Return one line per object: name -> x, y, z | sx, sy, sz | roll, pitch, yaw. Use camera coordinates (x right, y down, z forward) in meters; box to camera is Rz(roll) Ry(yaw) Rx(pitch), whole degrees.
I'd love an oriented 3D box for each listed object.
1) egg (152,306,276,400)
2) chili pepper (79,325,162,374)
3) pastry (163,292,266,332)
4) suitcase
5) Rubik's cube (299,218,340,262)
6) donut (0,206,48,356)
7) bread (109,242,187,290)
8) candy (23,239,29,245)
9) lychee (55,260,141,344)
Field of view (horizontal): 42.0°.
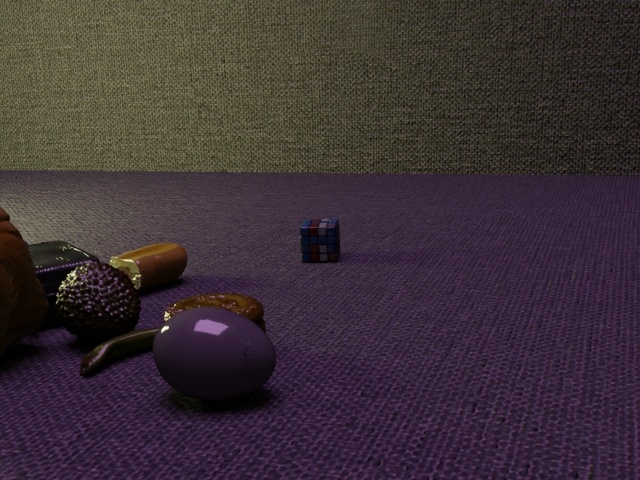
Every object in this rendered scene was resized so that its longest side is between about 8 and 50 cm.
egg -> -0.167, 0.179, 1.314 | 0.199, 0.146, 0.146 | 12, 16, 7
chili pepper -> -0.353, 0.193, 1.510 | 0.202, 0.050, 0.052 | -18, -16, -41
pastry -> -0.185, 0.159, 1.485 | 0.189, 0.103, 0.189 | -2, 13, 1
suitcase -> -0.588, 0.092, 1.782 | 0.202, 0.128, 0.312 | -12, 17, -33
Rubik's cube -> 0.000, 0.000, 2.108 | 0.092, 0.092, 0.092 | -2, 14, 7
donut -> -0.673, 0.070, 1.506 | 0.360, 0.360, 0.170 | 1, 30, 14
bread -> -0.398, 0.064, 1.944 | 0.134, 0.085, 0.173 | 6, 18, 44
candy -> -0.843, 0.038, 2.167 | 0.174, 0.071, 0.138 | -7, 14, -23
lychee -> -0.418, 0.125, 1.579 | 0.171, 0.171, 0.171 | -3, 14, 1
